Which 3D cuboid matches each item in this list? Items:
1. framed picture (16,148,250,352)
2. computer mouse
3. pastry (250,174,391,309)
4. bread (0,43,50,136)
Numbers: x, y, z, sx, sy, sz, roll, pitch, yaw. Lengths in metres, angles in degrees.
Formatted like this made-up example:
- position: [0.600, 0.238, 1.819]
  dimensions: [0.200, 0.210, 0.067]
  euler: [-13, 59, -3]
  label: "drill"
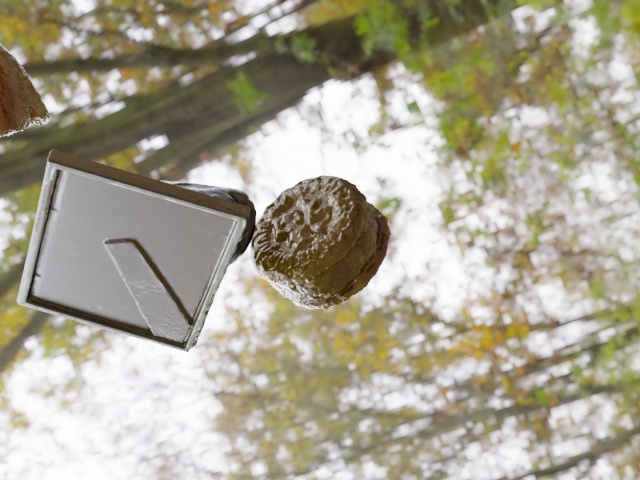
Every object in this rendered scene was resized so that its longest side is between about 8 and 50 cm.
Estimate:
- position: [-0.225, 0.022, 1.752]
  dimensions: [0.232, 0.315, 0.024]
  euler: [17, -127, -8]
  label: "framed picture"
- position: [-0.161, -0.020, 2.049]
  dimensions: [0.073, 0.217, 0.122]
  euler: [22, -102, -51]
  label: "computer mouse"
- position: [0.000, 0.000, 2.082]
  dimensions: [0.103, 0.189, 0.188]
  euler: [49, -148, -42]
  label: "pastry"
- position: [-0.398, -0.200, 1.878]
  dimensions: [0.136, 0.054, 0.154]
  euler: [64, -170, -4]
  label: "bread"
